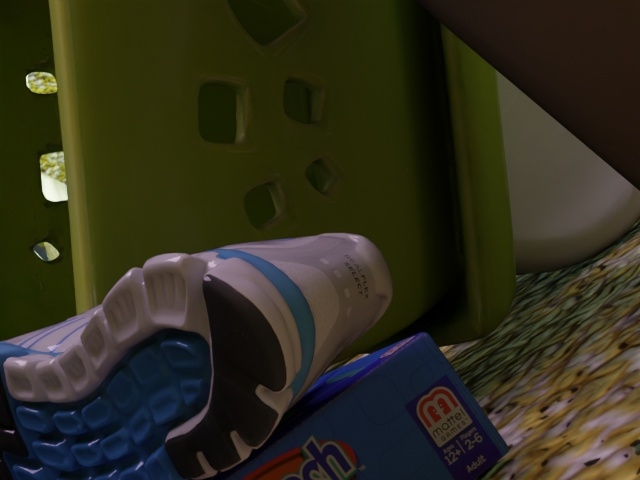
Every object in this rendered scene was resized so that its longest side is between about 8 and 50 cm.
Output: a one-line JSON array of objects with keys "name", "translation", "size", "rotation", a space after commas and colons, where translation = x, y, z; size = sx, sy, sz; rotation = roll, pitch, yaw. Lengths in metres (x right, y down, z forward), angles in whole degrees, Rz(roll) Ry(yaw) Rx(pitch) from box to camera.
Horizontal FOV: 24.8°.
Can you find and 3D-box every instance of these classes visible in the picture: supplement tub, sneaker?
[{"name": "supplement tub", "translation": [0.098, -0.051, 0.808], "size": [0.144, 0.144, 0.200], "rotation": [-35, 0, -4]}, {"name": "sneaker", "translation": [-0.050, 0.044, 0.444], "size": [0.191, 0.071, 0.083], "rotation": [-22, 2, 45]}]

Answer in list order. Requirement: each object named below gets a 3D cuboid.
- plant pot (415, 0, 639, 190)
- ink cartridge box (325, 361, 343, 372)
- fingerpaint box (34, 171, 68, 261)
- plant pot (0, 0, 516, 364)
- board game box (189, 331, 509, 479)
[{"name": "plant pot", "translation": [0.126, -0.157, 0.452], "size": [0.323, 0.280, 0.323], "rotation": [-34, 0, 0]}, {"name": "ink cartridge box", "translation": [0.000, 0.000, 1.142], "size": [0.225, 0.181, 0.056], "rotation": [-33, 1, 23]}, {"name": "fingerpaint box", "translation": [-0.349, 0.100, 0.955], "size": [0.445, 0.163, 0.371], "rotation": [-19, -2, -1]}, {"name": "plant pot", "translation": [-0.046, -0.040, 0.643], "size": [0.207, 0.227, 0.228], "rotation": [-4, -5, -28]}, {"name": "board game box", "translation": [-0.049, 0.107, 0.484], "size": [0.160, 0.047, 0.210], "rotation": [-34, -1, -23]}]
